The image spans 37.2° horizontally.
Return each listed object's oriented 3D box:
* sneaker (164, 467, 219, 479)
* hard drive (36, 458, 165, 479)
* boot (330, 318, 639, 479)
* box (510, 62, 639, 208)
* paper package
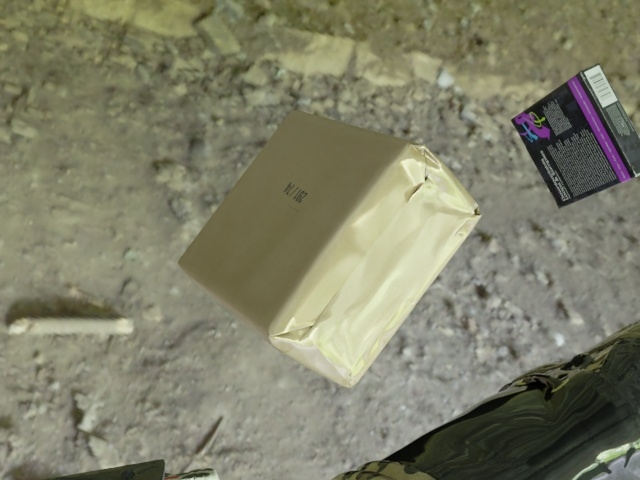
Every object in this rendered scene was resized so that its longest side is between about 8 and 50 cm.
[{"bbox_3d":[-0.237,0.402,1.481,0.170,0.071,0.068,-10,-1,16],"label":"sneaker"},{"bbox_3d":[-0.241,0.289,0.919,0.172,0.054,0.254,-10,8,1],"label":"hard drive"},{"bbox_3d":[0.114,0.202,0.724,0.284,0.377,0.138,-23,74,-25],"label":"boot"},{"bbox_3d":[0.267,-0.103,0.987,0.029,0.162,0.116,-27,88,-17],"label":"box"},{"bbox_3d":[0.000,0.000,1.295,0.168,0.309,0.325,41,-7,-32],"label":"paper package"}]
